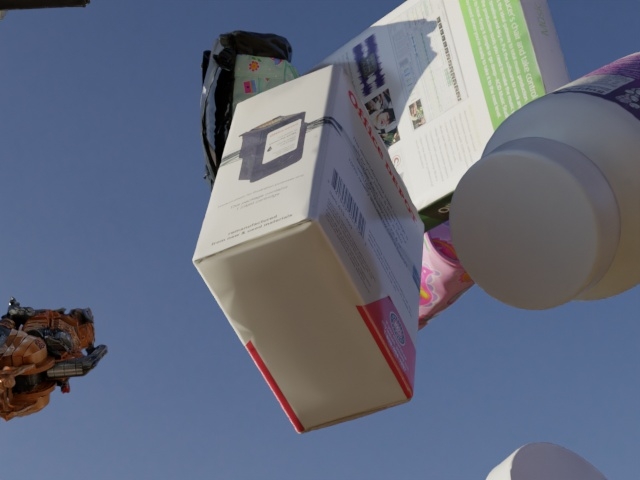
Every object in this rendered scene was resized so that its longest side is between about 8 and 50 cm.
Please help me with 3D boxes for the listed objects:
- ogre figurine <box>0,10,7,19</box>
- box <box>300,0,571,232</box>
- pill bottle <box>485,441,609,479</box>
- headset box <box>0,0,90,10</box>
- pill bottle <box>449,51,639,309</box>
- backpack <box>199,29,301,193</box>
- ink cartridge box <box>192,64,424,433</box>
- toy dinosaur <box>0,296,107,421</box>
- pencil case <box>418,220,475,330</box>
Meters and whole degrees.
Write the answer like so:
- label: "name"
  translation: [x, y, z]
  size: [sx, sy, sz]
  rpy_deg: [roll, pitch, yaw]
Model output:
- label: "ogre figurine"
  translation: [-0.372, -0.222, 1.403]
  size: [0.197, 0.118, 0.096]
  rpy_deg: [-3, -64, -32]
- label: "box"
  translation: [0.116, -0.140, 1.563]
  size: [0.058, 0.232, 0.322]
  rpy_deg: [9, -30, -43]
- label: "pill bottle"
  translation: [0.145, 0.373, 1.491]
  size: [0.210, 0.210, 0.363]
  rpy_deg: [10, -47, -39]
- label: "headset box"
  translation: [-0.307, -0.305, 1.141]
  size: [0.283, 0.131, 0.246]
  rpy_deg: [-3, -66, -6]
- label: "pill bottle"
  translation: [0.230, -0.049, 1.203]
  size: [0.169, 0.169, 0.301]
  rpy_deg: [-47, -11, 37]
- label: "backpack"
  translation: [-0.077, -0.135, 1.637]
  size: [0.115, 0.181, 0.152]
  rpy_deg: [2, 1, -6]
- label: "ink cartridge box"
  translation: [0.000, 0.000, 1.131]
  size: [0.100, 0.237, 0.172]
  rpy_deg: [-19, -61, 18]
- label: "toy dinosaur"
  translation: [-0.366, 0.136, 1.668]
  size: [0.219, 0.164, 0.322]
  rpy_deg: [3, -3, 13]
- label: "pencil case"
  translation: [0.128, 0.041, 1.939]
  size: [0.124, 0.124, 0.284]
  rpy_deg: [-2, -27, -27]
